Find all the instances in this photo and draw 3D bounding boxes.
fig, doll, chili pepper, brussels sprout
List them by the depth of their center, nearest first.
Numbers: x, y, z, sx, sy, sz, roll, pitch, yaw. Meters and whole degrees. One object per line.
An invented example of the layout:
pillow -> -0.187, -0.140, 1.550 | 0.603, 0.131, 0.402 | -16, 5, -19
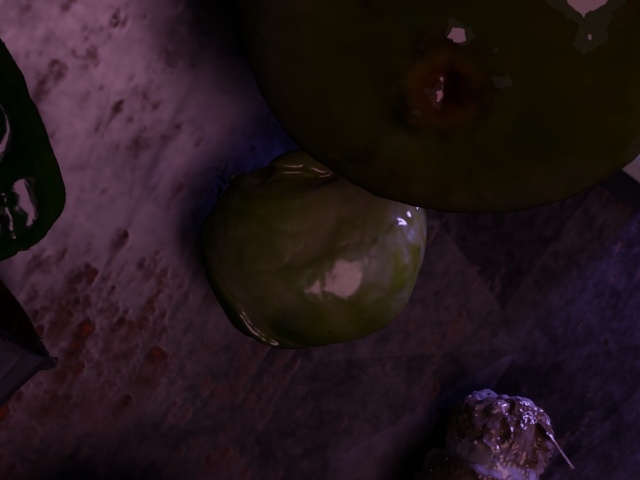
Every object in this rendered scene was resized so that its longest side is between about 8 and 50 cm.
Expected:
chili pepper -> -0.244, -0.102, 0.646 | 0.099, 0.083, 0.253 | -36, 115, -13
fig -> 0.098, -0.185, 0.668 | 0.316, 0.316, 0.316 | -8, 111, -23
brussels sprout -> 0.002, 0.008, 0.775 | 0.183, 0.131, 0.145 | -17, 80, -18
doll -> 0.128, 0.235, 0.931 | 0.105, 0.115, 0.221 | 34, 98, -41

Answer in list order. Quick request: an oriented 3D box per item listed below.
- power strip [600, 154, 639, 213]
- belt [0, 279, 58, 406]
power strip -> 0.256, -0.074, 0.872 | 0.270, 0.118, 0.046 | 29, 94, -31
belt -> -0.267, 0.035, 0.600 | 0.105, 0.184, 0.261 | -43, 151, -6
